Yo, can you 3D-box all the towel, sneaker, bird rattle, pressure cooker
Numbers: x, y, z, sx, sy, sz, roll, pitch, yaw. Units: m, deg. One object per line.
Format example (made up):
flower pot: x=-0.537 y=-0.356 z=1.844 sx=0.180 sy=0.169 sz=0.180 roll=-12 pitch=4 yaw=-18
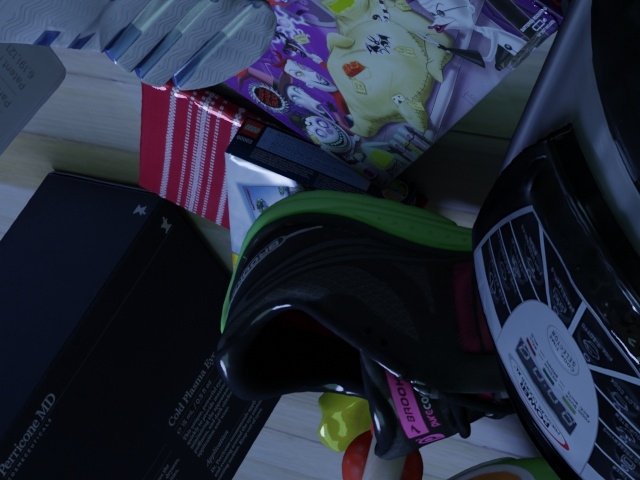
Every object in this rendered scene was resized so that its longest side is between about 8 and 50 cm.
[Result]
towel: x=-0.042 y=-0.050 z=1.611 sx=0.274 sy=0.031 sz=0.199 roll=26 pitch=153 yaw=6
sneaker: x=-0.179 y=-0.223 z=1.210 sx=0.127 sy=0.182 sz=0.315 roll=-41 pitch=146 yaw=24
bird rattle: x=0.076 y=0.192 z=1.747 sx=0.143 sy=0.207 sz=0.253 roll=14 pitch=166 yaw=-6
sneaker: x=0.128 y=0.083 z=1.339 sx=0.482 sy=0.202 sz=0.185 roll=1 pitch=138 yaw=36
pressure cooker: x=0.277 y=-0.005 z=0.930 sx=0.375 sy=0.370 sz=0.420 roll=19 pitch=156 yaw=2

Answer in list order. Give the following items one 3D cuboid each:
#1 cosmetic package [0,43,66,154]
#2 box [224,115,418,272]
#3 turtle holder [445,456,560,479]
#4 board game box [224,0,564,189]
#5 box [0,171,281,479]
cosmetic package: x=-0.502 y=-0.131 z=1.502 sx=0.329 sy=0.394 sz=0.327 roll=17 pitch=153 yaw=43
box: x=0.000 y=0.000 z=1.573 sx=0.159 sy=0.044 sz=0.233 roll=22 pitch=151 yaw=12
turtle holder: x=0.188 y=0.342 z=1.791 sx=0.227 sy=0.243 sz=0.320 roll=-6 pitch=167 yaw=-2
board game box: x=0.030 y=-0.162 z=1.303 sx=0.208 sy=0.056 sz=0.347 roll=38 pitch=155 yaw=-4
box: x=-0.232 y=0.162 z=1.849 sx=0.179 sy=0.343 sz=0.312 roll=12 pitch=149 yaw=37
